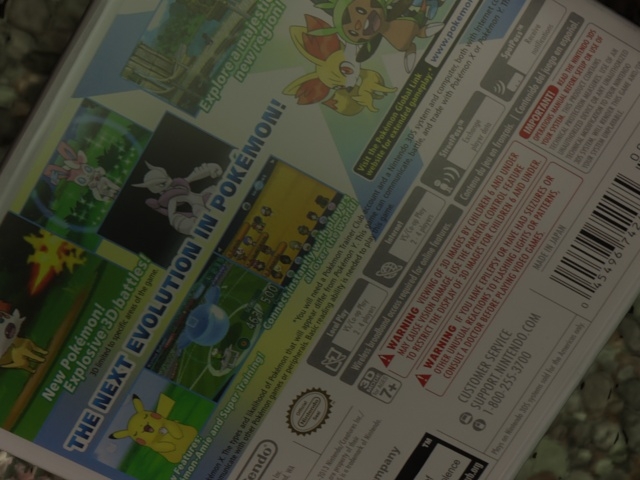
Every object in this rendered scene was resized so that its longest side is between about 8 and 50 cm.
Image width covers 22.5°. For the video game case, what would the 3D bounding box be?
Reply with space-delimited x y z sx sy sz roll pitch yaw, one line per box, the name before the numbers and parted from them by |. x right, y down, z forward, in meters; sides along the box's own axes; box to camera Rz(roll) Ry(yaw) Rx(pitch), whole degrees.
video game case | 0.000 0.000 0.771 0.300 0.036 0.329 28 104 -15
